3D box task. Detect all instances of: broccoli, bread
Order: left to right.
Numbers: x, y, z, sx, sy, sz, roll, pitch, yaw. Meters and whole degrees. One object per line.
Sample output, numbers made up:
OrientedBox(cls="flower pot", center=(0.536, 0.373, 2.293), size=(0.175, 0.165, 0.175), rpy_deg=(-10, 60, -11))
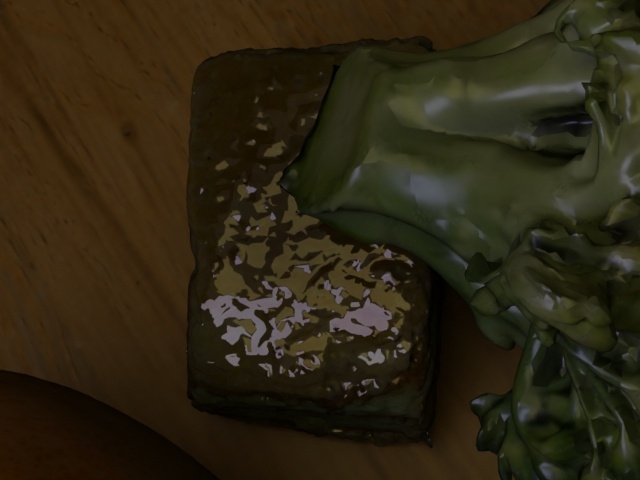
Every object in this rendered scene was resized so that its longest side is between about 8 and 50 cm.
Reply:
OrientedBox(cls="bread", center=(0.000, 0.000, 0.817), size=(0.138, 0.102, 0.196), rpy_deg=(3, 79, 17))
OrientedBox(cls="broccoli", center=(0.114, -0.041, 0.688), size=(0.246, 0.288, 0.247), rpy_deg=(12, 114, -5))

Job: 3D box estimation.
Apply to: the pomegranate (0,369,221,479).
OrientedBox(cls="pomegranate", center=(-0.149, 0.201, 0.721), size=(0.319, 0.319, 0.319), rpy_deg=(-3, 76, 14))
